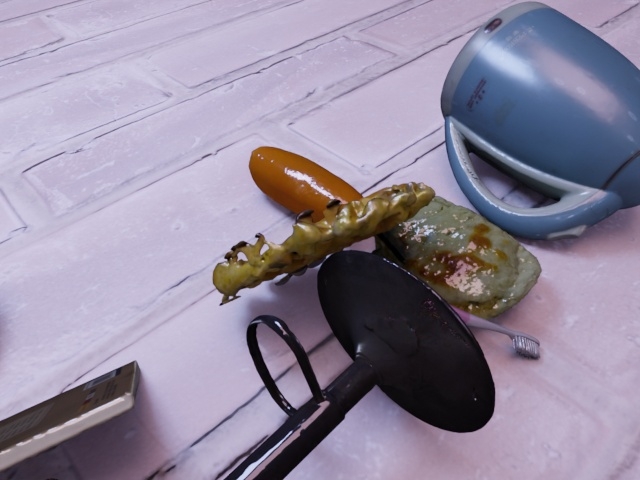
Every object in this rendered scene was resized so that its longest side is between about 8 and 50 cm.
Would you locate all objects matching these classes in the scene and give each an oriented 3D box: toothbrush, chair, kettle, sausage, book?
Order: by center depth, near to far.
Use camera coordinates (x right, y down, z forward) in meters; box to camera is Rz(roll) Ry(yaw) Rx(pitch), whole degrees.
[{"bbox_3d":[-0.058,0.204,0.410,0.226,0.226,0.401,33,55,31],"label":"chair"},{"bbox_3d":[-0.325,0.201,0.465,0.310,0.217,0.021,-23,92,-20],"label":"book"},{"bbox_3d":[0.149,0.083,0.565,0.286,0.020,0.025,24,48,-20],"label":"toothbrush"},{"bbox_3d":[0.364,-0.161,0.788,0.319,0.247,0.342,-40,57,8],"label":"kettle"},{"bbox_3d":[-0.026,-0.085,0.795,0.238,0.098,0.098,34,55,30],"label":"sausage"}]

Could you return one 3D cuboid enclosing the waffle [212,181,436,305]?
[{"bbox_3d":[-0.001,-0.003,0.597,0.281,0.262,0.060,-23,84,-8],"label":"waffle"}]

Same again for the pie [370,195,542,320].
[{"bbox_3d":[0.171,0.013,0.688,0.201,0.090,0.248,-29,46,-20],"label":"pie"}]
